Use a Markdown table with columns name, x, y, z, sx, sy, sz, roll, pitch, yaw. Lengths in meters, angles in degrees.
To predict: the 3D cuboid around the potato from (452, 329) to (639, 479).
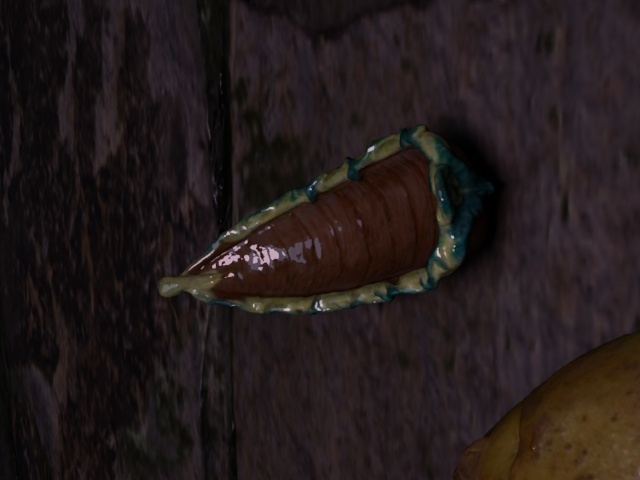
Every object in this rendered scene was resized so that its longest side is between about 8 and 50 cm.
| name | x | y | z | sx | sy | sz | roll | pitch | yaw |
| --- | --- | --- | --- | --- | --- | --- | --- | --- | --- |
| potato | 0.159 | 0.152 | 0.543 | 0.176 | 0.141 | 0.298 | 49 | 132 | 17 |

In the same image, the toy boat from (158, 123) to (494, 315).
| name | x | y | z | sx | sy | sz | roll | pitch | yaw |
| --- | --- | --- | --- | --- | --- | --- | --- | --- | --- |
| toy boat | 0.006 | 0.000 | 0.756 | 0.292 | 0.099 | 0.109 | -19 | 80 | 44 |
